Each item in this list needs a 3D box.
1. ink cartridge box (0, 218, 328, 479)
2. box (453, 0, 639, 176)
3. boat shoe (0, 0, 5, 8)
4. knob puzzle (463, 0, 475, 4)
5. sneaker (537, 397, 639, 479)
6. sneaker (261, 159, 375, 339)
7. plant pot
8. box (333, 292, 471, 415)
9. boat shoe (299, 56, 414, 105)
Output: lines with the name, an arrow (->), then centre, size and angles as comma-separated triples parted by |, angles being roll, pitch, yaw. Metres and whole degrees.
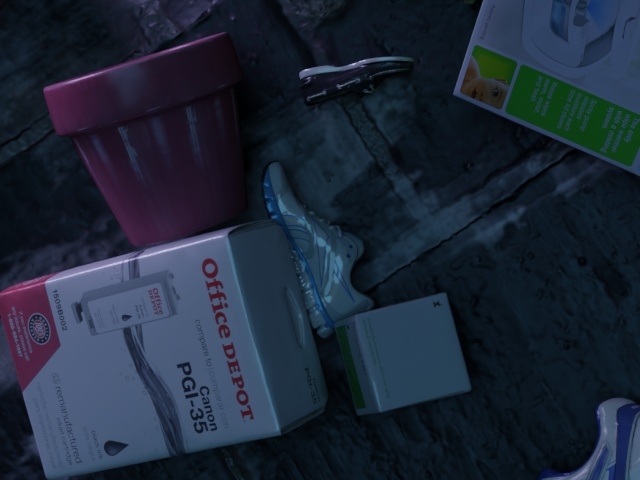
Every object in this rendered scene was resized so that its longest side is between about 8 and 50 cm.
ink cartridge box -> -0.160, 0.110, 1.358 | 0.283, 0.117, 0.207 | -15, 91, 24
box -> 0.279, -0.219, 1.235 | 0.231, 0.127, 0.262 | 27, 128, 13
boat shoe -> -0.473, -0.240, 1.477 | 0.158, 0.127, 0.340 | 35, 97, 5
knob puzzle -> 0.179, -0.338, 1.276 | 0.030, 0.213, 0.213 | 9, 90, -4
sneaker -> 0.252, 0.290, 1.304 | 0.131, 0.112, 0.296 | 37, 96, 30
sneaker -> 0.000, 0.000, 1.389 | 0.083, 0.071, 0.190 | -23, 91, 6
plant pot -> -0.160, -0.100, 1.373 | 0.201, 0.201, 0.180 | -15, 100, 13
box -> 0.080, 0.114, 1.330 | 0.102, 0.087, 0.101 | -12, 84, -17
boat shoe -> 0.038, -0.165, 1.390 | 0.125, 0.046, 0.038 | -7, 86, 17
